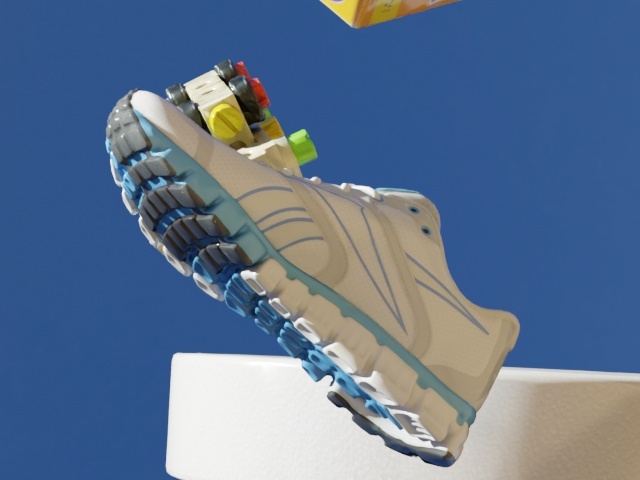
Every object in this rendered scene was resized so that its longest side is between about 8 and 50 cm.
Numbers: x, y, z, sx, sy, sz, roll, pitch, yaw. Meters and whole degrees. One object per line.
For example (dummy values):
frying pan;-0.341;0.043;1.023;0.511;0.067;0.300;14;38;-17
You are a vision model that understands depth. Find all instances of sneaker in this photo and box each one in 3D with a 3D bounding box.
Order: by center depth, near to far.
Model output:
sneaker;0.000;0.000;0.633;0.191;0.071;0.083;43;-111;-9

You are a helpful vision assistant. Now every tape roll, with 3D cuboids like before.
tape roll;0.107;0.106;0.903;0.392;0.392;0.072;5;-94;-36

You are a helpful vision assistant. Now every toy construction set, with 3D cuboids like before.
toy construction set;-0.076;-0.050;1.525;0.151;0.328;0.215;-31;-71;-17

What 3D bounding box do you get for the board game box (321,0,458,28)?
board game box;0.064;-0.153;0.641;0.259;0.124;0.039;-23;-34;-40
